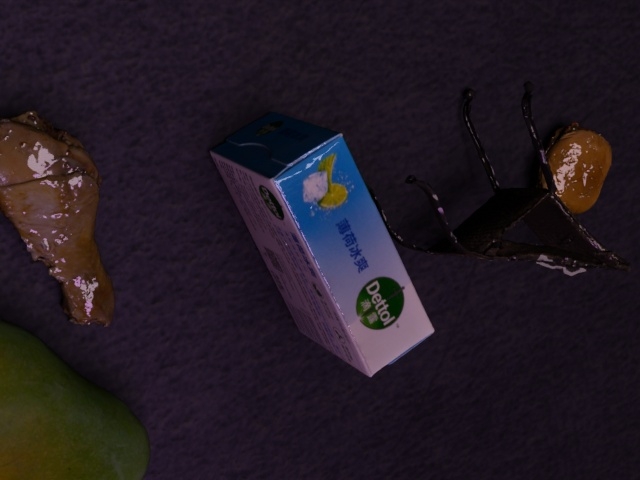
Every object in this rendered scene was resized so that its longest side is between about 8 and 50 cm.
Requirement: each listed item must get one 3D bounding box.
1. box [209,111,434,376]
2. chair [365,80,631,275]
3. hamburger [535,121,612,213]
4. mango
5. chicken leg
[{"bbox_3d":[-0.001,0.000,1.065,0.073,0.139,0.194,-33,115,-16],"label":"box"},{"bbox_3d":[0.161,-0.018,1.133,0.149,0.174,0.213,-43,106,-15],"label":"chair"},{"bbox_3d":[0.241,-0.068,1.224,0.076,0.044,0.083,18,96,-28],"label":"hamburger"},{"bbox_3d":[-0.246,0.150,1.001,0.251,0.114,0.156,35,75,-41],"label":"mango"},{"bbox_3d":[-0.203,-0.011,1.006,0.085,0.069,0.198,-26,119,-17],"label":"chicken leg"}]
